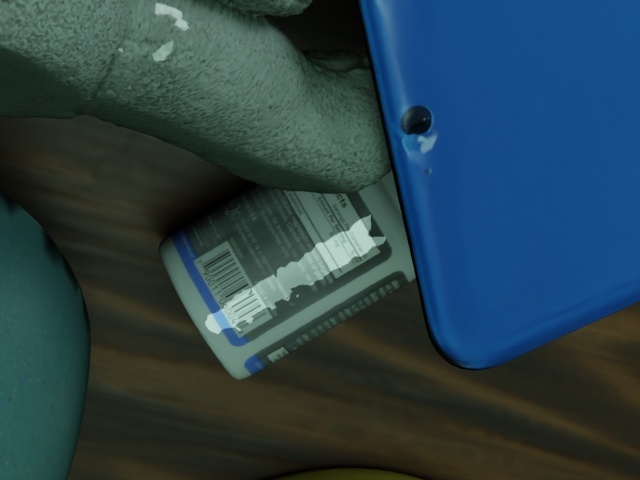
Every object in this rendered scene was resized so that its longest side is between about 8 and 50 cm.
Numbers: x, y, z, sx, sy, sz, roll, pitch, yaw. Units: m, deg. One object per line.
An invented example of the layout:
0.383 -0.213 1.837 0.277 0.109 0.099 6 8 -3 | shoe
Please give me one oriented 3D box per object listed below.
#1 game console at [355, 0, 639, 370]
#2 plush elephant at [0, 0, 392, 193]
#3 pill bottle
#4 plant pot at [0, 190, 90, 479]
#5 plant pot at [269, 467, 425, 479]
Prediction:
0.111 -0.136 0.829 0.173 0.250 0.293 -8 117 10 | game console
-0.129 -0.180 0.740 0.330 0.272 0.255 31 64 -61 | plush elephant
0.000 0.000 0.932 0.137 0.078 0.078 -30 117 1 | pill bottle
-0.239 0.114 0.803 0.290 0.195 0.290 -3 138 -3 | plant pot
0.026 0.279 0.977 0.254 0.239 0.254 -5 116 -11 | plant pot
